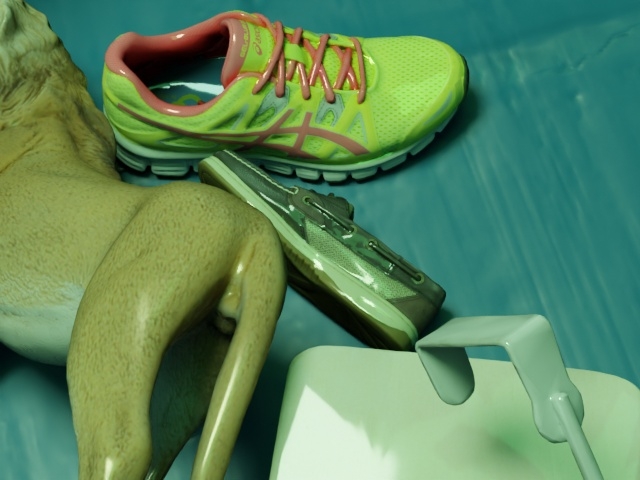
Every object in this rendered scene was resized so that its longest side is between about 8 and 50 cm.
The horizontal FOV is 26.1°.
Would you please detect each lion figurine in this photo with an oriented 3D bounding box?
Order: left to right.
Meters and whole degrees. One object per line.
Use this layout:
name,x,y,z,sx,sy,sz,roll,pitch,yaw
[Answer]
lion figurine,-0.119,0.013,0.654,0.392,0.142,0.240,23,73,35

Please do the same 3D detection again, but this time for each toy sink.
toy sink,0.051,0.180,0.590,0.153,0.131,0.234,5,69,9

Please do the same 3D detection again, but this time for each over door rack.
over door rack,0.218,0.113,0.522,0.239,0.108,0.324,-30,89,-32

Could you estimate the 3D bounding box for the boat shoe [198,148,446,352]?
boat shoe,0.000,0.000,0.732,0.152,0.056,0.049,42,70,13

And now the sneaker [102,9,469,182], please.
sneaker,-0.022,-0.085,0.750,0.209,0.094,0.081,-7,61,2
